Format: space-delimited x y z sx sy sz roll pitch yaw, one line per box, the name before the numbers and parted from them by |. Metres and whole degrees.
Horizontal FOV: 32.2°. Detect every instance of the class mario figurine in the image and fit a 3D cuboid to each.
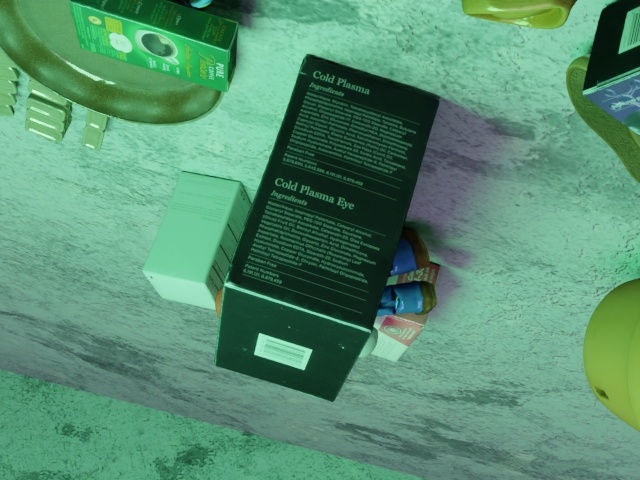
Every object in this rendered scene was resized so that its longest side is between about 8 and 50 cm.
mario figurine | -0.001 0.070 1.665 0.321 0.198 0.170 -10 151 -8

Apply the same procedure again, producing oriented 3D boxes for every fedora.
fedora | 0.180 -0.232 0.980 0.194 0.079 0.194 6 -179 0

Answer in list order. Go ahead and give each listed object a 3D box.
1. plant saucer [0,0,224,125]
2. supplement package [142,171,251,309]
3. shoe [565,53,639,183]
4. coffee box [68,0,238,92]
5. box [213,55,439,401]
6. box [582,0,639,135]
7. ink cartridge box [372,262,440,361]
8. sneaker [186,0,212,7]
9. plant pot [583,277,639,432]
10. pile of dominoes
plant saucer | -0.259 -0.249 1.363 0.311 0.050 0.310 14 154 7
supplement package | -0.186 0.001 1.720 0.105 0.179 0.105 12 156 16
shoe | 0.334 -0.136 1.202 0.076 0.058 0.219 22 164 50
coffee box | -0.184 -0.230 1.245 0.184 0.040 0.113 17 161 1
box | 0.000 0.000 1.413 0.179 0.312 0.343 17 158 0
box | 0.380 -0.153 1.050 0.207 0.108 0.153 29 154 -24
ink cartridge box | 0.029 0.080 1.820 0.283 0.117 0.207 19 157 -2
sneaker | -0.112 -0.303 1.147 0.078 0.067 0.188 48 161 0
plant pot | 0.495 0.160 1.492 0.291 0.291 0.203 29 171 -24
pile of dominoes | -0.385 -0.229 1.563 0.196 0.040 0.251 21 149 -7
